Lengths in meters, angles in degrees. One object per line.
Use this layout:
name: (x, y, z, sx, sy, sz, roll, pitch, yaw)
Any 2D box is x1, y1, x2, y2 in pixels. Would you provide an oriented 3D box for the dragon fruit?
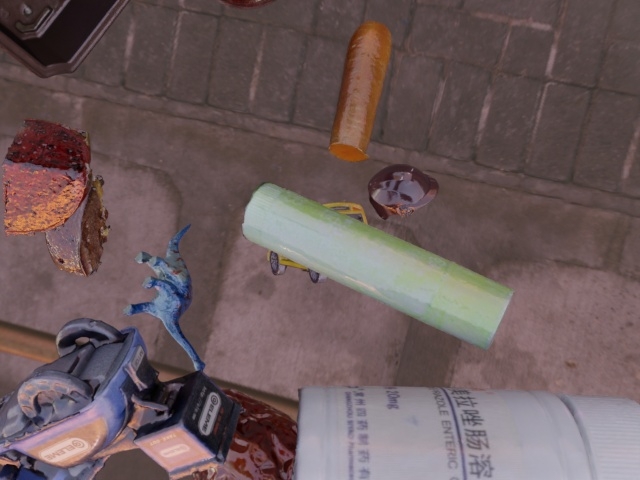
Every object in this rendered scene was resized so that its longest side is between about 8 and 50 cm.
dragon fruit: (-0.398, -0.084, 0.906, 0.127, 0.120, 0.161, 16, 126, -13)

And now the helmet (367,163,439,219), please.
helmet: (0.134, -0.093, 1.064, 0.123, 0.098, 0.070, -19, 126, 38)

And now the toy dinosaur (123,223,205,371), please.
toy dinosaur: (-0.280, 0.082, 1.126, 0.076, 0.144, 0.329, -35, 52, 29)

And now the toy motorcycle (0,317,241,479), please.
toy motorcycle: (-0.284, 0.220, 0.699, 0.358, 0.125, 0.212, -25, 117, 25)

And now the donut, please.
donut: (-0.535, -0.036, 1.341, 0.126, 0.144, 0.186, 5, 130, 10)

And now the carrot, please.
carrot: (0.060, -0.225, 0.893, 0.067, 0.067, 0.225, 9, 71, 8)

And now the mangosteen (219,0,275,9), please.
mangosteen: (-0.136, -0.510, 1.064, 0.216, 0.216, 0.216, 1, 96, 9)

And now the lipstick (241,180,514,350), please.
lipstick: (0.052, 0.022, 0.668, 0.304, 0.076, 0.076, 25, 100, 18)

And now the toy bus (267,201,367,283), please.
toy bus: (0.000, 0.000, 1.259, 0.145, 0.331, 0.151, -4, 93, -24)

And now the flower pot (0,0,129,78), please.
flower pot: (-0.353, -0.356, 0.819, 0.084, 0.179, 0.251, 33, 85, 23)

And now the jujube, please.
jujube: (-0.104, 0.369, 0.982, 0.290, 0.197, 0.197, 39, 102, 30)

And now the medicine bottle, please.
medicine bottle: (0.141, 0.238, 0.588, 0.332, 0.190, 0.190, 1, 97, 0)
